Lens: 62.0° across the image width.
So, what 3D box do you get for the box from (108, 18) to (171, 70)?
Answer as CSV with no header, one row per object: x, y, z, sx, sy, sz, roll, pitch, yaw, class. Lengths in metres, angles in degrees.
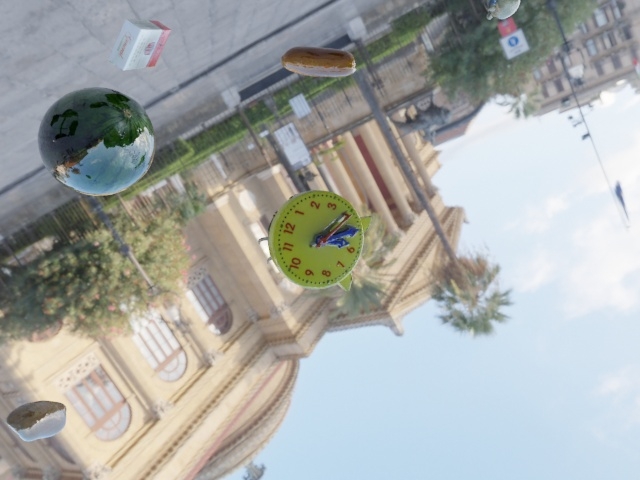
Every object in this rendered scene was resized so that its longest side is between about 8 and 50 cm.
-0.400,-0.436,1.187,0.100,0.048,0.152,-53,-177,23,box

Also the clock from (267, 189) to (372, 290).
0.000,0.000,1.480,0.294,0.276,0.071,12,-179,-23,clock

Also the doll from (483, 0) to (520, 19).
0.420,-0.562,1.222,0.102,0.089,0.179,-40,180,8,doll

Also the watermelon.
-0.487,-0.215,1.173,0.242,0.242,0.242,-27,-166,7,watermelon

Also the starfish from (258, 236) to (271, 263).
-0.083,0.027,1.725,0.248,0.138,0.050,6,-127,-11,starfish

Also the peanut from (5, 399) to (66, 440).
-0.576,0.365,1.084,0.076,0.076,0.152,-27,165,5,peanut

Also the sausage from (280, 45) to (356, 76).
-0.006,-0.555,1.657,0.239,0.098,0.098,7,-155,12,sausage
